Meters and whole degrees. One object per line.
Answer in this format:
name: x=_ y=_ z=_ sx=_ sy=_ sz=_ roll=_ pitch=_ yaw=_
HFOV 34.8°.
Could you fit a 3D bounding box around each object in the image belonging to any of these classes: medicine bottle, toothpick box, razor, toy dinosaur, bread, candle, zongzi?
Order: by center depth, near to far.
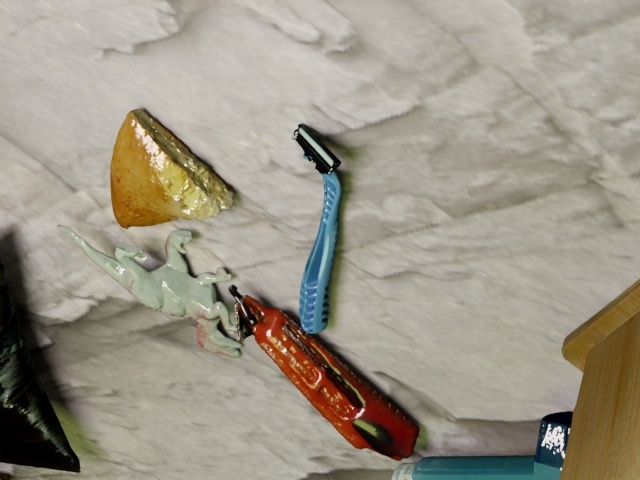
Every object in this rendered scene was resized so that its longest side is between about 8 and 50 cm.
toothpick box: x=0.328 y=0.188 z=0.939 sx=0.190 sy=0.308 sz=0.187 roll=40 pitch=127 yaw=-5
razor: x=0.000 y=0.000 z=1.108 sx=0.082 sy=0.042 sz=0.253 roll=47 pitch=143 yaw=44
bread: x=-0.183 y=-0.080 z=1.121 sx=0.154 sy=0.054 sz=0.136 roll=-8 pitch=116 yaw=22
medicine bottle: x=0.199 y=0.268 z=1.170 sx=0.258 sy=0.079 sz=0.124 roll=-14 pitch=85 yaw=37
candle: x=0.000 y=0.157 z=1.202 sx=0.084 sy=0.059 sz=0.301 roll=-38 pitch=105 yaw=23
toy dinosaur: x=-0.201 y=0.052 z=1.209 sx=0.242 sy=0.053 sz=0.167 roll=15 pitch=133 yaw=1
zongzi: x=-0.493 y=0.196 z=1.325 sx=0.383 sy=0.319 sz=0.362 roll=-20 pitch=112 yaw=11

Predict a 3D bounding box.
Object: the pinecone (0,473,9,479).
pinecone: x=-0.555 y=0.405 z=1.525 sx=0.179 sy=0.150 sz=0.195 roll=13 pitch=129 yaw=6
